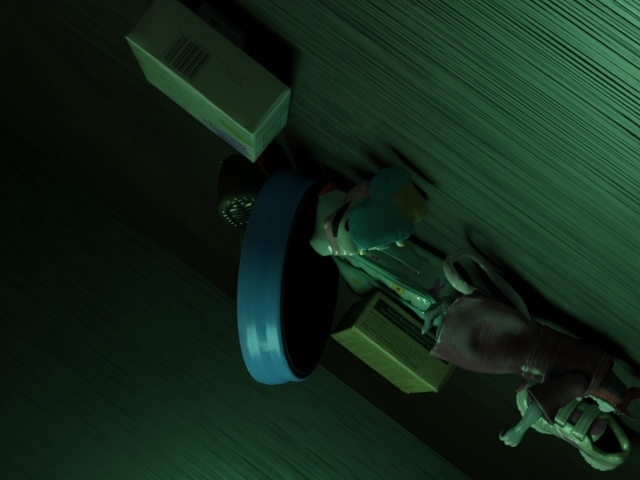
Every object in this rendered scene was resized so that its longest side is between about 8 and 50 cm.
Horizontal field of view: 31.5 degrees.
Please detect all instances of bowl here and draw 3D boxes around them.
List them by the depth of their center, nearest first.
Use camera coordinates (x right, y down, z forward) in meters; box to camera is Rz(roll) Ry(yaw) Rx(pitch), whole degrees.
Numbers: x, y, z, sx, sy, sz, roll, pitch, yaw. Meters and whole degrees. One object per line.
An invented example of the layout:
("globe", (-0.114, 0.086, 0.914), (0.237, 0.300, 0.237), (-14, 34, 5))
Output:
("bowl", (-0.047, 0.069, 2.062), (0.077, 0.391, 0.391), (4, 155, 16))

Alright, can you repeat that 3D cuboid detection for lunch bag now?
("lunch bag", (0.145, 0.071, 2.096), (0.279, 0.108, 0.224), (29, 165, 33))

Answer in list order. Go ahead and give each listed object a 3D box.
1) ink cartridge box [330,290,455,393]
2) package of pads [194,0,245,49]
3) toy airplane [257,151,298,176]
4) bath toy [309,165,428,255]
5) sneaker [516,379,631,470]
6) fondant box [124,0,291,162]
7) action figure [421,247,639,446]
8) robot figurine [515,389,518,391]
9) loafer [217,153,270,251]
("ink cartridge box", (0.135, 0.193, 2.106), (0.193, 0.088, 0.235), (37, 167, -3))
("package of pads", (-0.152, -0.322, 1.725), (0.083, 0.032, 0.050), (38, 167, 2))
("toy airplane", (-0.092, -0.134, 2.209), (0.151, 0.028, 0.151), (34, 166, 10))
("bath toy", (0.069, -0.046, 1.878), (0.348, 0.152, 0.129), (171, 87, -76))
("sneaker", (0.490, 0.340, 2.147), (0.252, 0.103, 0.111), (32, 163, -3))
("fondant box", (-0.170, -0.247, 1.791), (0.238, 0.096, 0.330), (38, 177, 0))
("action figure", (0.365, 0.175, 1.860), (0.370, 0.248, 0.275), (20, 119, 18))
("robot figurine", (0.441, 0.325, 2.262), (0.101, 0.067, 0.115), (37, 170, -36))
("loafer", (-0.110, -0.066, 2.212), (0.366, 0.134, 0.130), (68, -167, -68))
